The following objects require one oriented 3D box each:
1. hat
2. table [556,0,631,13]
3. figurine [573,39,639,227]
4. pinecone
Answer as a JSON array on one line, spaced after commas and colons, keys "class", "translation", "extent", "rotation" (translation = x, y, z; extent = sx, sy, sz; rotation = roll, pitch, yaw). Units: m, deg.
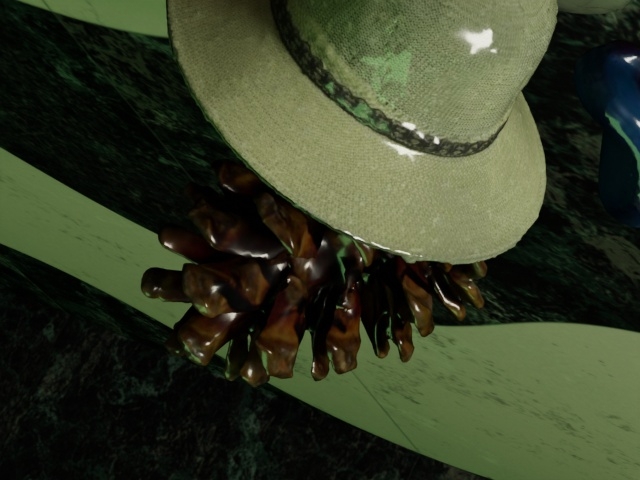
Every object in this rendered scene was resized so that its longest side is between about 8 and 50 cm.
[{"class": "hat", "translation": [0.056, -0.124, 1.077], "extent": [0.257, 0.257, 0.130], "rotation": [30, 129, -14]}, {"class": "table", "translation": [0.130, -0.186, 1.129], "extent": [0.133, 0.043, 0.133], "rotation": [25, 165, 7]}, {"class": "figurine", "translation": [0.215, -0.141, 0.788], "extent": [0.204, 0.338, 0.283], "rotation": [49, -145, 16]}, {"class": "pinecone", "translation": [0.000, 0.000, 1.584], "extent": [0.244, 0.309, 0.244], "rotation": [60, 178, 3]}]
